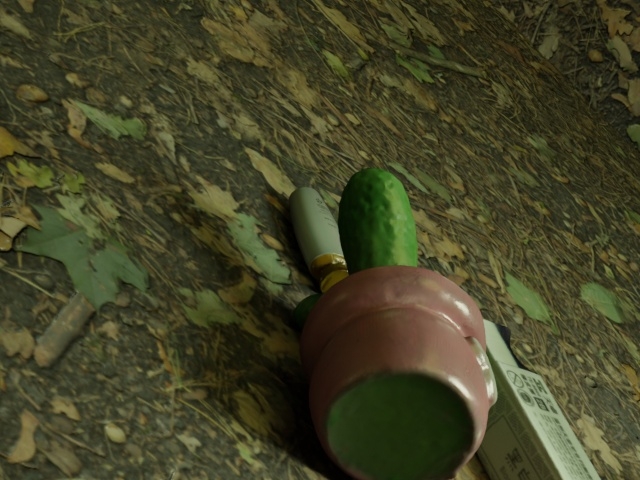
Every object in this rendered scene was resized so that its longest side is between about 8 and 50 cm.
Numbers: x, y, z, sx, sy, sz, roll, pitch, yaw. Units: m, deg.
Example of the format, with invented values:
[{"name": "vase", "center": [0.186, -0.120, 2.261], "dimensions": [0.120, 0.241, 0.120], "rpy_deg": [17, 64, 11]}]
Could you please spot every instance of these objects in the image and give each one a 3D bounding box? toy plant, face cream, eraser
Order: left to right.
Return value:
[{"name": "face cream", "center": [0.000, 0.000, 1.868], "dimensions": [0.072, 0.051, 0.182], "rpy_deg": [26, 27, -35]}, {"name": "toy plant", "center": [0.087, 0.129, 1.623], "dimensions": [0.356, 0.211, 0.317], "rpy_deg": [-103, 172, -59]}, {"name": "eraser", "center": [0.264, 0.272, 1.754], "dimensions": [0.098, 0.096, 0.404], "rpy_deg": [20, 31, -40]}]
